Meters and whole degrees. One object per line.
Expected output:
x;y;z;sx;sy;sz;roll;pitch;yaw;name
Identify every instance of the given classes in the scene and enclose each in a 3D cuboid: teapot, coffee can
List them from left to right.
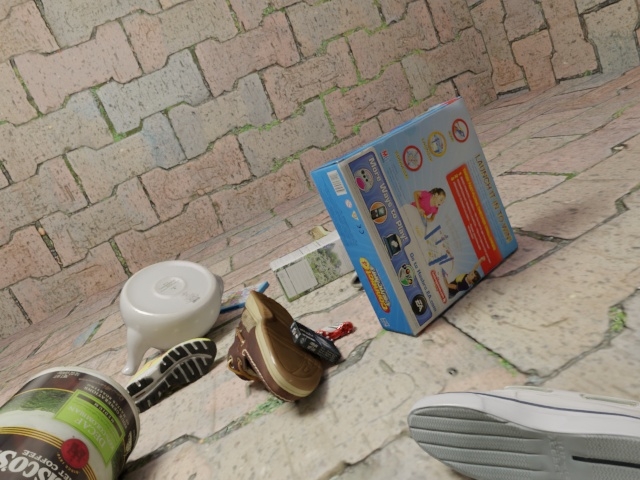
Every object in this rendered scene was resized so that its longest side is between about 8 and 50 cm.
-0.381;0.320;0.600;0.202;0.201;0.275;-24;14;3;coffee can
-0.361;0.180;1.153;0.256;0.186;0.252;-6;36;-14;teapot

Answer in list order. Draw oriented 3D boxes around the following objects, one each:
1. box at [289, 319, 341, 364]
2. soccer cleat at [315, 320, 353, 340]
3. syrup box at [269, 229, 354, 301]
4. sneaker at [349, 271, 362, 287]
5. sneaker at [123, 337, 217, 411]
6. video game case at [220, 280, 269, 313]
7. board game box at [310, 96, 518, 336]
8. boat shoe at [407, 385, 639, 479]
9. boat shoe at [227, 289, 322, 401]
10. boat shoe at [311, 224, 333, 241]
-0.010;0.171;0.780;0.018;0.083;0.067;-58;14;2;box
0.020;0.169;0.851;0.083;0.029;0.035;-22;5;-4;soccer cleat
-0.001;0.053;1.172;0.237;0.093;0.096;-26;14;-7;syrup box
0.136;0.070;0.962;0.191;0.071;0.083;-21;18;49;sneaker
-0.314;0.262;0.956;0.209;0.081;0.094;-29;12;-15;sneaker
-0.238;0.167;1.315;0.167;0.015;0.119;-18;15;23;video game case
0.178;-0.049;0.805;0.302;0.308;0.086;-32;14;-28;board game box
0.199;0.179;0.435;0.227;0.083;0.076;-1;13;33;boat shoe
-0.098;0.199;0.813;0.123;0.123;0.342;-55;23;1;boat shoe
0.000;0.000;1.440;0.072;0.068;0.190;-39;16;-9;boat shoe
